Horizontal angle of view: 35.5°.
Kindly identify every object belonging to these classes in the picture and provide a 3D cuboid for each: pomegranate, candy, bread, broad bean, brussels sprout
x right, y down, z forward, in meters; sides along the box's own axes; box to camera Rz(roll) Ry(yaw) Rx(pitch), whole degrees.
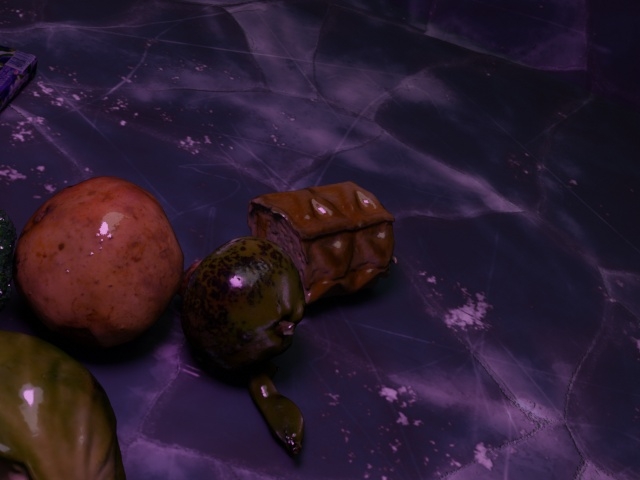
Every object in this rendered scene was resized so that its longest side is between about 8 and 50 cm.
[{"bbox_3d":[-0.144,0.107,1.706,0.204,0.276,0.222,41,73,-16],"label":"pomegranate"},{"bbox_3d":[-0.690,-0.315,2.088,0.088,0.061,0.312,19,35,-3],"label":"candy"},{"bbox_3d":[0.004,0.004,1.926,0.252,0.238,0.196,-22,16,-38],"label":"bread"},{"bbox_3d":[-0.071,0.277,1.653,0.070,0.048,0.213,2,37,-24],"label":"broad bean"},{"bbox_3d":[-0.396,0.283,1.261,0.371,0.276,0.315,42,28,1],"label":"brussels sprout"},{"bbox_3d":[-0.359,0.037,1.629,0.281,0.281,0.281,15,36,-11],"label":"pomegranate"}]

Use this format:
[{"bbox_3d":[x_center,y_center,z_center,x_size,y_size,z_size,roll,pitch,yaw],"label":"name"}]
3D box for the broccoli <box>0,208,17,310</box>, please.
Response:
[{"bbox_3d":[-0.603,0.033,1.515,0.269,0.269,0.254,17,65,-8],"label":"broccoli"}]
